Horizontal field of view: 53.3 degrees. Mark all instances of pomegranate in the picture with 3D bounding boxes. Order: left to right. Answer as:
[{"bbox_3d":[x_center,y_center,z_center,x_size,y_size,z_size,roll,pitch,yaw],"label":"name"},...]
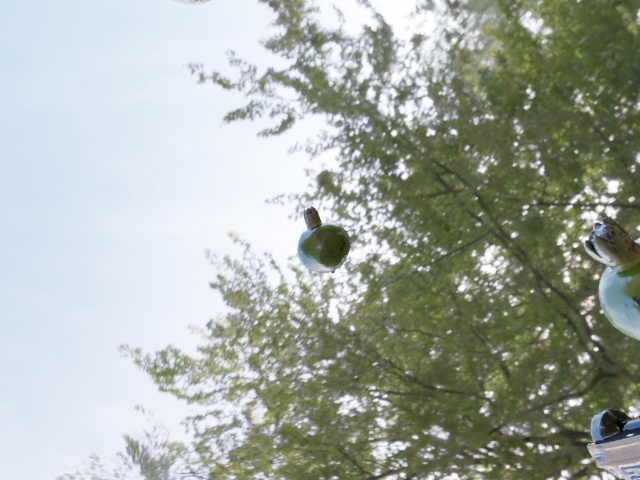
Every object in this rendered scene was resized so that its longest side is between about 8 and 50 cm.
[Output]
[{"bbox_3d":[-0.003,0.003,0.832,0.084,0.073,0.073,38,-116,6],"label":"pomegranate"},{"bbox_3d":[0.539,0.059,1.045,0.248,0.202,0.202,43,-116,-5],"label":"pomegranate"}]

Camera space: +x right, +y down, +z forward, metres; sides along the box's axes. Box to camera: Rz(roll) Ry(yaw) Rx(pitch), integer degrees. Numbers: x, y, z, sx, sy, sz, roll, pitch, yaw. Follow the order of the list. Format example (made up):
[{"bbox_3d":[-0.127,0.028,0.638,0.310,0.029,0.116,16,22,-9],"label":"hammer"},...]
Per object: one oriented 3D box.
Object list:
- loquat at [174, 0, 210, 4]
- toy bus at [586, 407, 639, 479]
[{"bbox_3d":[-0.119,-0.297,0.611,0.113,0.137,0.137,6,-118,-56],"label":"loquat"},{"bbox_3d":[0.280,0.128,0.434,0.194,0.083,0.088,-14,-109,-28],"label":"toy bus"}]
